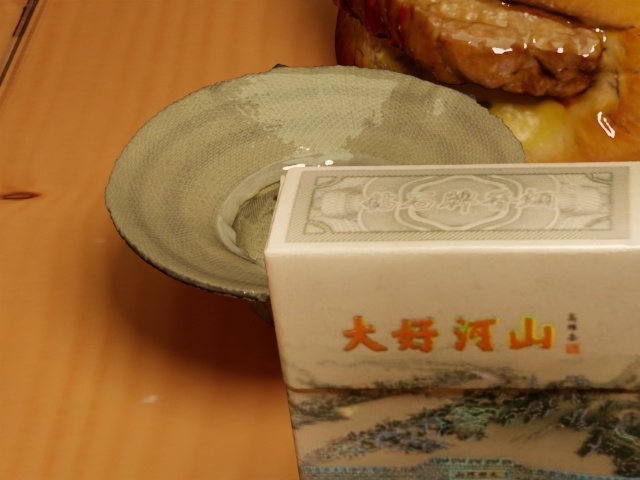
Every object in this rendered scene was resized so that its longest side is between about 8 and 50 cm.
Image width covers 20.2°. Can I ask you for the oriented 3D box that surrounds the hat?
[{"bbox_3d":[0.000,0.000,1.083,0.252,0.110,0.252,-3,35,2],"label":"hat"}]

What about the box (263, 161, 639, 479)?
[{"bbox_3d":[0.073,0.087,0.832,0.164,0.256,0.069,-1,36,10],"label":"box"}]

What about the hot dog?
[{"bbox_3d":[0.116,-0.185,1.243,0.223,0.185,0.405,-15,37,-11],"label":"hot dog"}]
